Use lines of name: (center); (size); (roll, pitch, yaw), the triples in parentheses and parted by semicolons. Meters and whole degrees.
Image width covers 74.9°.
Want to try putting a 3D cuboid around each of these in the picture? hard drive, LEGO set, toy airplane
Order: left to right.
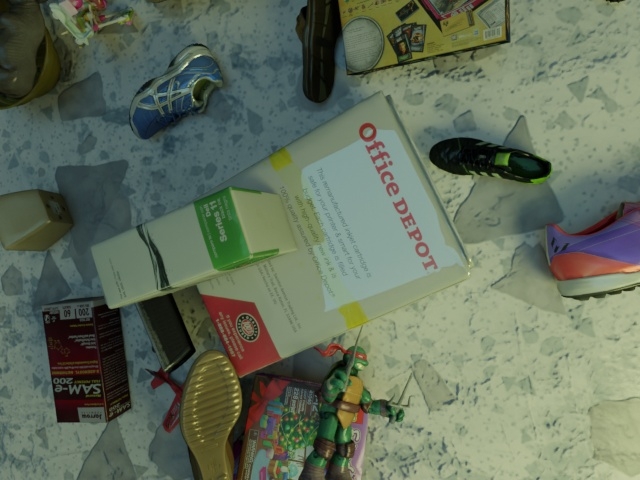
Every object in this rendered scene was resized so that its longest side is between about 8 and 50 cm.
LEGO set: (-0.429, -0.475, 0.791); (0.106, 0.132, 0.287); (-18, 64, -1)
hard drive: (-0.266, 0.133, 0.712); (0.054, 0.254, 0.172); (-23, 85, -20)
toy airplane: (-0.283, 0.294, 0.821); (0.151, 0.028, 0.152); (-1, 87, 13)

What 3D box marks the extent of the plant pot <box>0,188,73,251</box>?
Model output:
plant pot: (-0.580, -0.047, 0.854); (0.096, 0.109, 0.109); (-25, 86, 2)

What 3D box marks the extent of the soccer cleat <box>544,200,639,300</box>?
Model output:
soccer cleat: (0.476, -0.015, 0.561); (0.317, 0.108, 0.117); (-20, 83, 18)

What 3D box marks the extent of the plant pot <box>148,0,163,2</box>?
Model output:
plant pot: (-0.226, -0.531, 0.678); (0.273, 0.256, 0.257); (-24, 86, 33)

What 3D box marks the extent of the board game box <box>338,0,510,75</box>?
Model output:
board game box: (0.143, -0.351, 0.613); (0.243, 0.042, 0.165); (2, 109, 32)

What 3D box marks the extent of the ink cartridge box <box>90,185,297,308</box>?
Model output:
ink cartridge box: (-0.157, 0.009, 0.543); (0.208, 0.153, 0.087); (-19, 87, 16)

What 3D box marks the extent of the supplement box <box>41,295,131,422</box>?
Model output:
supplement box: (-0.473, 0.238, 0.849); (0.130, 0.073, 0.240); (-7, 91, 15)

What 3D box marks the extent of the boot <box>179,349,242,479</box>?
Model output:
boot: (-0.191, 0.274, 0.695); (0.090, 0.206, 0.249); (-3, 98, -21)

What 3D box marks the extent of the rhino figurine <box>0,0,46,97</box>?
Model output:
rhino figurine: (-0.552, -0.373, 0.748); (0.106, 0.073, 0.244); (13, 93, -5)

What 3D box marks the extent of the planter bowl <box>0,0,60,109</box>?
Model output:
planter bowl: (-0.603, -0.361, 0.846); (0.216, 0.090, 0.218); (0, 90, 14)

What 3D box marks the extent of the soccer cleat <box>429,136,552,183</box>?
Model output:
soccer cleat: (0.255, -0.123, 0.631); (0.178, 0.072, 0.060); (14, 96, 15)

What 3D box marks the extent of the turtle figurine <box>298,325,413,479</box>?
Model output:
turtle figurine: (0.046, 0.249, 0.628); (0.118, 0.175, 0.235); (2, 70, 54)

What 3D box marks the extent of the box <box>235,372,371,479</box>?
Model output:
box: (-0.034, 0.384, 0.686); (0.200, 0.057, 0.294); (7, 77, 5)

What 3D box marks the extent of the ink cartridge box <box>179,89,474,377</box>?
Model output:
ink cartridge box: (0.000, 0.000, 0.661); (0.384, 0.160, 0.280); (-26, 86, 16)

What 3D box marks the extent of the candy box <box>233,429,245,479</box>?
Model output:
candy box: (-0.095, 0.479, 0.755); (0.233, 0.071, 0.159); (39, 99, 11)

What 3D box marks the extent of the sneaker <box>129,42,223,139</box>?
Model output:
sneaker: (-0.266, -0.258, 0.765); (0.211, 0.080, 0.081); (-41, 79, 15)

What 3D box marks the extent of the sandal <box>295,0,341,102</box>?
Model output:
sandal: (-0.007, -0.344, 0.700); (0.060, 0.089, 0.220); (14, 104, 36)

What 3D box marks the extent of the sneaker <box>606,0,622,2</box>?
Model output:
sneaker: (0.401, -0.417, 0.585); (0.075, 0.057, 0.161); (-35, 80, 20)
